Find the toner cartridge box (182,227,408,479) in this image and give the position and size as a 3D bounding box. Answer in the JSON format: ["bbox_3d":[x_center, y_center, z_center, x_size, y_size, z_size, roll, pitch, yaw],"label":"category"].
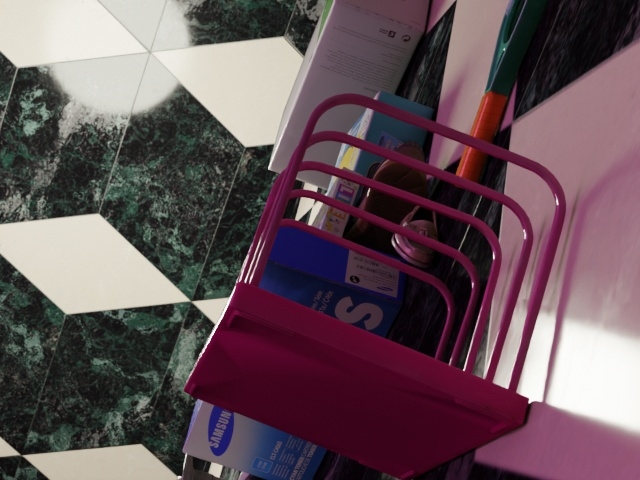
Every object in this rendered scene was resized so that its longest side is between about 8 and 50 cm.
[{"bbox_3d":[-0.035,0.140,1.568,0.075,0.165,0.348,-77,8,-49],"label":"toner cartridge box"}]

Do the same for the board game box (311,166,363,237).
[{"bbox_3d":[0.000,0.000,1.583,0.154,0.026,0.103,120,173,-49],"label":"board game box"}]

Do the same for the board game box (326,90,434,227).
[{"bbox_3d":[0.038,0.000,1.767,0.254,0.079,0.336,132,157,-77],"label":"board game box"}]

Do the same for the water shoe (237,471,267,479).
[{"bbox_3d":[-0.078,0.377,1.788,0.080,0.073,0.203,-129,51,-58],"label":"water shoe"}]

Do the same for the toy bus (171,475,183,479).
[{"bbox_3d":[-0.204,0.472,2.284,0.332,0.130,0.108,129,161,-75],"label":"toy bus"}]

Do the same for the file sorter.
[{"bbox_3d":[0.037,0.042,1.015,0.290,0.202,0.182,124,168,-70],"label":"file sorter"}]

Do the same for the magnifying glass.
[{"bbox_3d":[0.171,-0.158,1.272,0.092,0.026,0.231,150,138,-82],"label":"magnifying glass"}]

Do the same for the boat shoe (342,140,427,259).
[{"bbox_3d":[0.072,-0.017,1.540,0.073,0.080,0.223,-60,-6,-49],"label":"boat shoe"}]

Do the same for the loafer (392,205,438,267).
[{"bbox_3d":[0.100,-0.010,1.381,0.039,0.045,0.125,-62,5,16],"label":"loafer"}]

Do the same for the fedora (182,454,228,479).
[{"bbox_3d":[-0.153,0.434,1.930,0.244,0.124,0.275,148,133,-85],"label":"fedora"}]

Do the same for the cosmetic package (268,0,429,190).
[{"bbox_3d":[0.049,-0.275,2.216,0.197,0.155,0.365,-79,11,-48],"label":"cosmetic package"}]
